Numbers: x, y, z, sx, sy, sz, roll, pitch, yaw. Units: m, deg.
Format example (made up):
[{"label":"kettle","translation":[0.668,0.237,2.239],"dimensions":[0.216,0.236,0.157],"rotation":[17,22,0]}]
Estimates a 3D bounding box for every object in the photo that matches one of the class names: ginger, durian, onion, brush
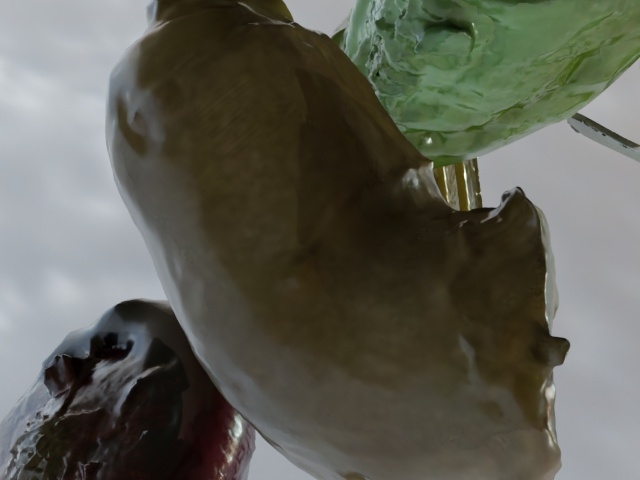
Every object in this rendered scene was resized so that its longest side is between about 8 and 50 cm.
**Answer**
[{"label":"ginger","translation":[0.000,0.000,0.494],"dimensions":[0.267,0.152,0.138],"rotation":[45,-164,13]},{"label":"durian","translation":[0.129,-0.183,0.839],"dimensions":[0.255,0.340,0.204],"rotation":[-22,-108,-27]},{"label":"onion","translation":[-0.142,0.186,0.926],"dimensions":[0.195,0.272,0.272],"rotation":[44,-160,-32]},{"label":"brush","translation":[0.452,-0.130,1.724],"dimensions":[0.085,0.020,0.336],"rotation":[49,177,-33]}]

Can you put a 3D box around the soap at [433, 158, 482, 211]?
[{"label":"soap","translation":[0.103,0.010,1.195],"dimensions":[0.091,0.315,0.199],"rotation":[-4,-161,22]}]
